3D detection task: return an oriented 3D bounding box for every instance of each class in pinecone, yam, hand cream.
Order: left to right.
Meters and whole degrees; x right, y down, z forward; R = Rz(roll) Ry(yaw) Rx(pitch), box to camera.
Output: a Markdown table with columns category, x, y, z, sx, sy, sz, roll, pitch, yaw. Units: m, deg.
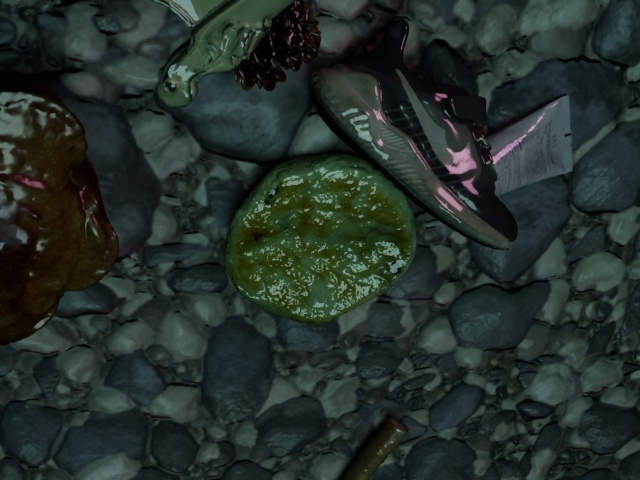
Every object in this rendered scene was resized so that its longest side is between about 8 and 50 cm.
| category | x | y | z | sx | sy | sz | roll | pitch | yaw |
| --- | --- | --- | --- | --- | --- | --- | --- | --- | --- |
| pinecone | -0.041 | -0.160 | 0.666 | 0.083 | 0.077 | 0.077 | -9 | 134 | 41 |
| yam | 0.052 | 0.265 | 0.973 | 0.032 | 0.032 | 0.145 | 23 | 112 | -25 |
| hand cream | 0.180 | -0.078 | 0.795 | 0.142 | 0.053 | 0.084 | -25 | 125 | -17 |

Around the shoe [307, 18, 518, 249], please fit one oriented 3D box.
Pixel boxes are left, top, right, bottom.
| category | x | y | z | sx | sy | sz | roll | pitch | yaw |
| --- | --- | --- | --- | --- | --- | --- | --- | --- | --- |
| shoe | 0.097 | -0.091 | 0.712 | 0.227 | 0.099 | 0.112 | 39 | 92 | -6 |

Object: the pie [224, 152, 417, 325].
| category | x | y | z | sx | sy | sz | roll | pitch | yaw |
| --- | --- | --- | --- | --- | --- | --- | --- | --- | --- |
| pie | 0.000 | 0.000 | 0.794 | 0.187 | 0.041 | 0.186 | -6 | 122 | -10 |

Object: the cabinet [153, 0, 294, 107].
| category | x | y | z | sx | sy | sz | roll | pitch | yaw |
| --- | --- | --- | --- | --- | --- | --- | --- | --- | --- |
| cabinet | -0.047 | -0.296 | 0.445 | 0.318 | 0.227 | 0.290 | -31 | 122 | 23 |

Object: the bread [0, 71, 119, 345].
| category | x | y | z | sx | sy | sz | roll | pitch | yaw |
| --- | --- | --- | --- | --- | --- | --- | --- | --- | --- |
| bread | -0.290 | -0.019 | 0.654 | 0.247 | 0.135 | 0.232 | -13 | 123 | -7 |
